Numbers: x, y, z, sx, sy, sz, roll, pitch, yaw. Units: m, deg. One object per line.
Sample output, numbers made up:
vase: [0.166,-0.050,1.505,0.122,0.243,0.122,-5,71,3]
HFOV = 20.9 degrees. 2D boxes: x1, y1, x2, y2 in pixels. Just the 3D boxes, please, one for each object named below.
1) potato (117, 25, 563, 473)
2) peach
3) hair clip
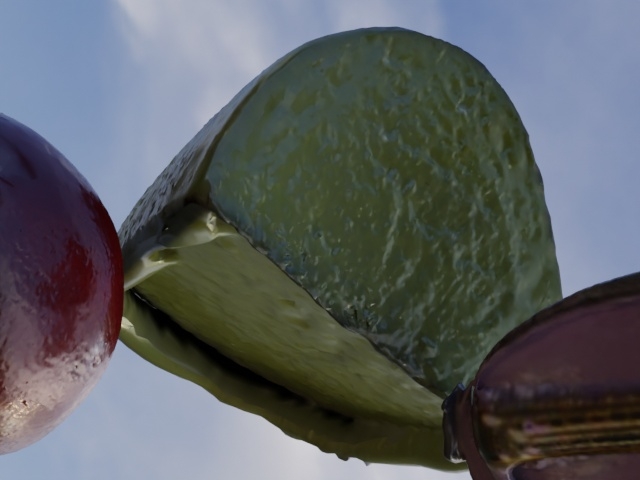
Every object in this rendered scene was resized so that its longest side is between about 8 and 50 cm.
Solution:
potato: [0.000,0.000,1.206,0.330,0.212,0.280,38,-28,-27]
peach: [-0.191,0.025,0.916,0.197,0.197,0.197,39,-42,47]
hair clip: [0.224,0.071,0.805,0.359,0.095,0.110,-2,-39,27]
